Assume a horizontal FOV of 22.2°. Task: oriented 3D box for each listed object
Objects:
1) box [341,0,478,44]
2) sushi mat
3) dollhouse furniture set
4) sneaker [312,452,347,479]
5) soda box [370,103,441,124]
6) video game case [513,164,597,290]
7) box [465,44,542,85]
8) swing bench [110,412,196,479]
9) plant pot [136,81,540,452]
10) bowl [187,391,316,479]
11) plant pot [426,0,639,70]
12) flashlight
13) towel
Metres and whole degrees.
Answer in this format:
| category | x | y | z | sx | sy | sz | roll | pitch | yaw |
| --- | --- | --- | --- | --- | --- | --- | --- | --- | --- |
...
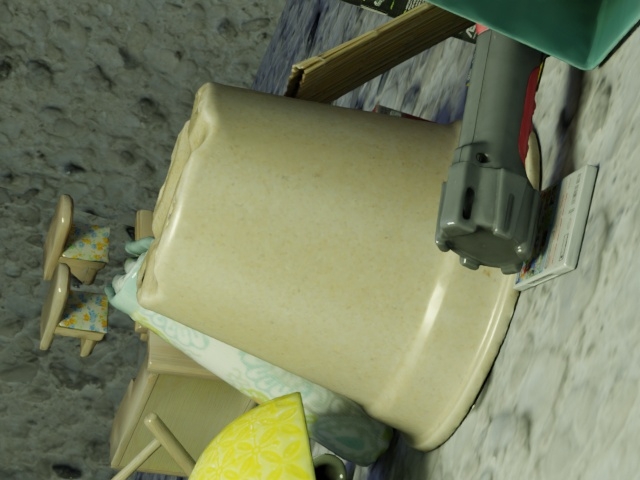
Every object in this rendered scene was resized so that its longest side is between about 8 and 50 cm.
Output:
| category | x | y | z | sx | sy | sz | roll | pitch | yaw |
| --- | --- | --- | --- | --- | --- | --- | --- | --- | --- |
| box | 0.120 | -0.332 | 1.796 | 0.045 | 0.184 | 0.190 | -92 | 21 | -66 |
| sushi mat | 0.084 | -0.206 | 1.663 | 0.316 | 0.019 | 0.151 | -31 | -12 | -26 |
| dollhouse furniture set | -0.194 | 0.097 | 2.306 | 0.256 | 0.362 | 0.394 | 118 | 155 | -46 |
| sneaker | -0.030 | 0.331 | 1.722 | 0.108 | 0.100 | 0.271 | -55 | 13 | 37 |
| soda box | 0.068 | -0.011 | 1.808 | 0.083 | 0.092 | 0.263 | 129 | 156 | -64 |
| video game case | 0.193 | -0.009 | 1.350 | 0.122 | 0.011 | 0.087 | 143 | 143 | -73 |
| box | 0.193 | -0.224 | 1.574 | 0.054 | 0.059 | 0.169 | 156 | 130 | -76 |
| swing bench | -0.153 | 0.380 | 1.840 | 0.165 | 0.255 | 0.253 | -44 | 21 | 23 |
| plant pot | 0.000 | 0.000 | 1.542 | 0.334 | 0.305 | 0.333 | -163 | 90 | -80 |
| bowl | -0.070 | 0.297 | 1.532 | 0.289 | 0.156 | 0.289 | 171 | 90 | -89 |
| plant pot | 0.209 | -0.301 | 1.345 | 0.165 | 0.165 | 0.234 | 127 | 163 | -64 |
| flashlight | 0.168 | -0.119 | 1.409 | 0.103 | 0.103 | 0.304 | 95 | -175 | -64 |
| towel | -0.086 | 0.112 | 1.807 | 0.090 | 0.320 | 0.374 | -57 | 8 | -3 |
